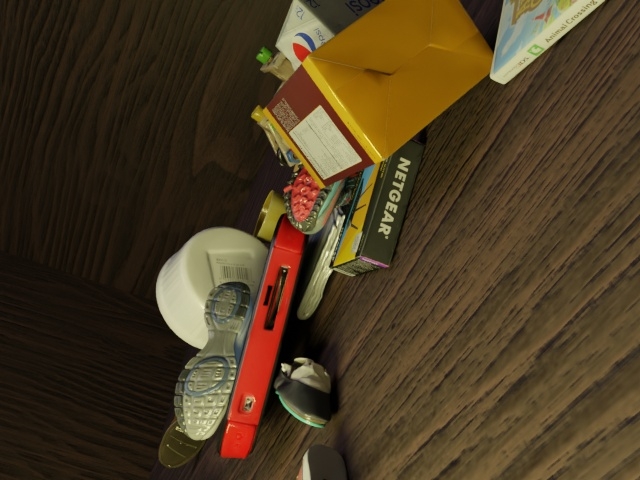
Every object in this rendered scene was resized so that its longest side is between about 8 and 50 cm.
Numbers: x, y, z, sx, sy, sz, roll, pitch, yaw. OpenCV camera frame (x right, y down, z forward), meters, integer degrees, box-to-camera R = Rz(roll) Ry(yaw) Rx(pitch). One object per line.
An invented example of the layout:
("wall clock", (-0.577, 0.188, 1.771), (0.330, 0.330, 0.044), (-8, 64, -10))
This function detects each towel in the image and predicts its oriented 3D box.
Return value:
("towel", (0.000, 0.000, 1.045), (0.285, 0.034, 0.209), (-97, 28, -67))

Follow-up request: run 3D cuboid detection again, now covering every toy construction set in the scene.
("toy construction set", (-0.080, -0.314, 1.299), (0.257, 0.237, 0.309), (-40, 30, 20))

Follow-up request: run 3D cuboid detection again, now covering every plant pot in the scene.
("plant pot", (-0.099, -0.046, 1.372), (0.134, 0.095, 0.134), (-160, 90, -77))

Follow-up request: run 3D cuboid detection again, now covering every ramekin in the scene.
("ramekin", (-0.220, 0.102, 1.271), (0.135, 0.277, 0.277), (-44, 27, 46))

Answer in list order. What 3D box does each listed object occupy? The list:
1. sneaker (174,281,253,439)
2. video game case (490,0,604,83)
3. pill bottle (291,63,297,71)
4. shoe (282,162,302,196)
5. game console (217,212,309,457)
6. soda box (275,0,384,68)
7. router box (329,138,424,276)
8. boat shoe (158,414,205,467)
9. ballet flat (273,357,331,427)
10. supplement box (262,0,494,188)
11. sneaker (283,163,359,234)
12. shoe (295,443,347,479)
("sneaker", (-0.173, 0.226, 1.030), (0.129, 0.111, 0.297), (70, -150, -51))
("video game case", (0.240, -0.284, 0.527), (0.193, 0.023, 0.212), (140, 148, -65))
("pill bottle", (0.062, -0.495, 1.210), (0.188, 0.188, 0.334), (135, 153, -61))
("shoe", (-0.045, -0.159, 1.440), (0.219, 0.058, 0.076), (-64, -6, 6))
("game console", (-0.098, 0.158, 0.974), (0.342, 0.060, 0.386), (134, 152, -81))
("soda box", (0.067, -0.341, 0.863), (0.286, 0.098, 0.091), (-39, -9, -39))
("router box", (0.076, -0.044, 0.773), (0.133, 0.046, 0.179), (151, 139, -70))
("boat shoe", (-0.357, 0.500, 1.589), (0.307, 0.111, 0.104), (-59, 10, 2))
("ballet flat", (-0.025, 0.198, 0.764), (0.203, 0.074, 0.074), (161, 129, -76))
("supplement box", (0.062, -0.181, 0.663), (0.191, 0.129, 0.194), (-41, 10, -18))
("sneaker", (0.035, -0.097, 0.881), (0.104, 0.125, 0.262), (-16, 38, 38))
("shoe", (-0.007, 0.297, 0.562), (0.178, 0.063, 0.081), (-92, 24, -71))
